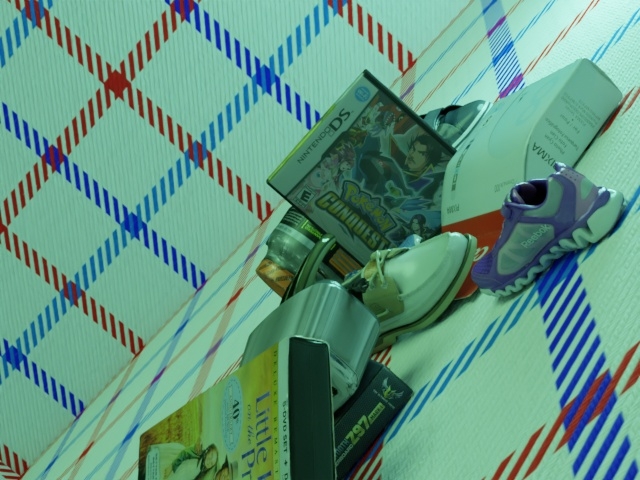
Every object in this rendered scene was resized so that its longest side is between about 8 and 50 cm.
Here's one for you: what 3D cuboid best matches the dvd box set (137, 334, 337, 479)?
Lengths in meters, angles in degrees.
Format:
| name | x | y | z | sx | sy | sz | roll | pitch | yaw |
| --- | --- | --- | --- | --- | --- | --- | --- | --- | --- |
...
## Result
| name | x | y | z | sx | sy | sz | roll | pitch | yaw |
| --- | --- | --- | --- | --- | --- | --- | --- | --- | --- |
| dvd box set | -0.114 | 0.326 | 1.494 | 0.420 | 0.062 | 0.307 | -36 | 48 | 50 |

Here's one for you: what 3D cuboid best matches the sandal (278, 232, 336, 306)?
| name | x | y | z | sx | sy | sz | roll | pitch | yaw |
| --- | --- | --- | --- | --- | --- | --- | --- | --- | --- |
| sandal | -0.018 | 0.128 | 1.907 | 0.120 | 0.086 | 0.302 | 126 | 160 | -58 |

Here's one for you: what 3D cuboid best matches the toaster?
| name | x | y | z | sx | sy | sz | roll | pitch | yaw |
| --- | --- | --- | --- | --- | --- | --- | --- | --- | --- |
| toaster | -0.016 | 0.157 | 1.619 | 0.227 | 0.129 | 0.146 | -38 | 18 | 34 |

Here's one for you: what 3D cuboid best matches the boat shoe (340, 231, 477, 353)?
| name | x | y | z | sx | sy | sz | roll | pitch | yaw |
| --- | --- | --- | --- | --- | --- | --- | --- | --- | --- |
| boat shoe | 0.106 | 0.068 | 1.757 | 0.302 | 0.103 | 0.113 | -45 | 21 | 48 |

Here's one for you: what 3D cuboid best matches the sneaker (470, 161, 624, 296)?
| name | x | y | z | sx | sy | sz | roll | pitch | yaw |
| --- | --- | --- | --- | --- | --- | --- | --- | --- | --- |
| sneaker | 0.255 | -0.019 | 1.503 | 0.236 | 0.104 | 0.095 | -41 | 14 | 45 |

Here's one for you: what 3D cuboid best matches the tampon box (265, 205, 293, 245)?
| name | x | y | z | sx | sy | sz | roll | pitch | yaw |
| --- | --- | --- | --- | --- | --- | --- | --- | --- | --- |
| tampon box | 0.000 | 0.000 | 2.404 | 0.101 | 0.161 | 0.120 | -39 | 14 | 45 |

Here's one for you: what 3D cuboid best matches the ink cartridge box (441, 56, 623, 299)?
| name | x | y | z | sx | sy | sz | roll | pitch | yaw |
| --- | --- | --- | --- | --- | --- | --- | --- | --- | --- |
| ink cartridge box | 0.244 | -0.076 | 1.826 | 0.385 | 0.091 | 0.308 | -50 | 9 | -15 |

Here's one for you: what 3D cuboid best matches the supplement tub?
| name | x | y | z | sx | sy | sz | roll | pitch | yaw |
| --- | --- | --- | --- | --- | --- | --- | --- | --- | --- |
| supplement tub | 0.040 | -0.018 | 2.203 | 0.316 | 0.193 | 0.193 | -50 | 9 | -9 |

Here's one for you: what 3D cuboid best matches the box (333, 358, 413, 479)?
| name | x | y | z | sx | sy | sz | roll | pitch | yaw |
| --- | --- | --- | --- | --- | --- | --- | --- | --- | --- |
| box | 0.019 | 0.242 | 1.669 | 0.183 | 0.059 | 0.233 | -49 | 10 | -8 |

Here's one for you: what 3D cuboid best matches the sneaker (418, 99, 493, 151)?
| name | x | y | z | sx | sy | sz | roll | pitch | yaw |
| --- | --- | --- | --- | --- | --- | --- | --- | --- | --- |
| sneaker | 0.193 | -0.187 | 2.392 | 0.321 | 0.127 | 0.126 | -40 | 11 | 34 |

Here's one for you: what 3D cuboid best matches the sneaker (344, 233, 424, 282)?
| name | x | y | z | sx | sy | sz | roll | pitch | yaw |
| --- | --- | --- | --- | --- | --- | --- | --- | --- | --- |
| sneaker | 0.088 | 0.069 | 1.975 | 0.211 | 0.081 | 0.080 | -50 | 9 | -6 |

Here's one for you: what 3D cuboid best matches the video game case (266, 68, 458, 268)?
| name | x | y | z | sx | sy | sz | roll | pitch | yaw |
| --- | --- | --- | --- | --- | --- | --- | --- | --- | --- |
| video game case | 0.093 | -0.099 | 2.026 | 0.248 | 0.275 | 0.035 | -48 | 7 | 3 |
